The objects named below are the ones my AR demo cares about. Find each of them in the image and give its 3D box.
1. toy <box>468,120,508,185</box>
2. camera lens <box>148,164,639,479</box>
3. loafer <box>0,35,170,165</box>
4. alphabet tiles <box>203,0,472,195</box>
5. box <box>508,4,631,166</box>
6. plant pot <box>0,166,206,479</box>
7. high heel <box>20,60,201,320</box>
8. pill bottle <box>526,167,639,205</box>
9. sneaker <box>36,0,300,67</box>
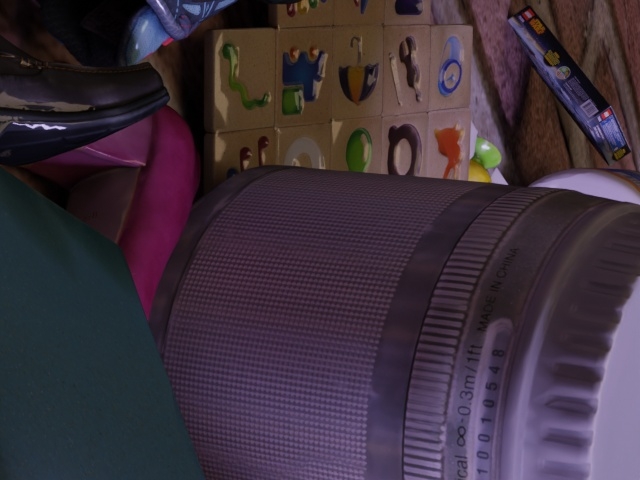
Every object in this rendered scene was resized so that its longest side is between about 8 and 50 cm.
[{"bbox_3d":[0.064,0.028,1.167,0.137,0.056,0.237,54,54,-45],"label":"toy"},{"bbox_3d":[0.053,0.077,0.844,0.219,0.274,0.219,-14,106,-54],"label":"camera lens"},{"bbox_3d":[-0.130,-0.062,0.672,0.170,0.062,0.061,-17,89,-51],"label":"loafer"},{"bbox_3d":[0.018,-0.019,1.032,0.285,0.011,0.342,-12,106,-54],"label":"alphabet tiles"},{"bbox_3d":[0.226,-0.140,1.496,0.137,0.027,0.094,58,5,30],"label":"box"},{"bbox_3d":[-0.119,0.112,0.472,0.234,0.165,0.165,63,10,28],"label":"plant pot"},{"bbox_3d":[-0.096,0.043,0.768,0.117,0.082,0.244,28,51,-53],"label":"high heel"},{"bbox_3d":[0.271,0.008,1.549,0.272,0.152,0.152,-3,94,-68],"label":"pill bottle"},{"bbox_3d":[-0.091,-0.136,0.776,0.262,0.104,0.125,13,84,-57],"label":"sneaker"}]
